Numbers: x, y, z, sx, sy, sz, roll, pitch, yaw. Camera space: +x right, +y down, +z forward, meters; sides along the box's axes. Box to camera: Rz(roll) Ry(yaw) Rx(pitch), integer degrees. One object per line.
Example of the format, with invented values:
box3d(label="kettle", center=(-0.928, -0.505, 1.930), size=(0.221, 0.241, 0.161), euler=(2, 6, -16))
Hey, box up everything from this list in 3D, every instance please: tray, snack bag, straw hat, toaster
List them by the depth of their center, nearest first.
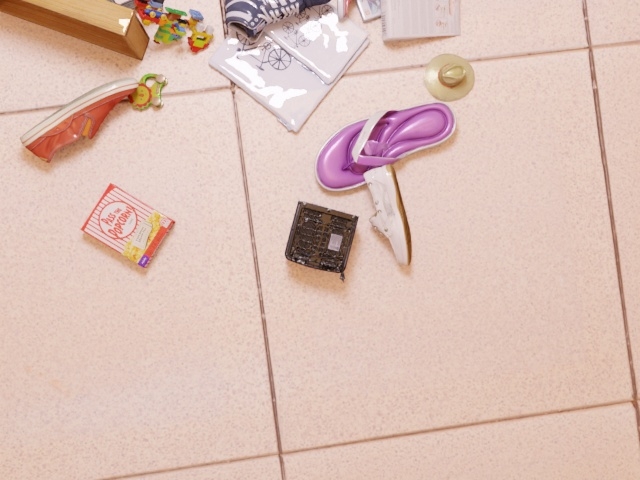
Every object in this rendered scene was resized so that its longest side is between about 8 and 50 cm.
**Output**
box3d(label="tray", center=(-0.652, -0.580, 1.607), size=(0.411, 0.203, 0.076), euler=(19, 88, -3))
box3d(label="toaster", center=(0.000, 0.000, 1.691), size=(0.168, 0.110, 0.185), euler=(14, 88, -3))
box3d(label="snack bag", center=(-0.091, -0.515, 1.729), size=(0.323, 0.037, 0.342), euler=(39, 87, -3))
box3d(label="straw hat", center=(0.358, -0.451, 1.745), size=(0.145, 0.061, 0.144), euler=(0, 90, -4))

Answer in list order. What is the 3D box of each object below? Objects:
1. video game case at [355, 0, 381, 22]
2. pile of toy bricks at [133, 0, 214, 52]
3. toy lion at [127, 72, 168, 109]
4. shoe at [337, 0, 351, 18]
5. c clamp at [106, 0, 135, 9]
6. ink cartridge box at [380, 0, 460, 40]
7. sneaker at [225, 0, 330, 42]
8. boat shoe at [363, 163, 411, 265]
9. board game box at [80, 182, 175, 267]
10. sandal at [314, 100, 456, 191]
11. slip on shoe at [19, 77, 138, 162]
box3d(label="video game case", center=(0.178, -0.715, 1.755), size=(0.202, 0.023, 0.183), euler=(-21, 91, -4))
box3d(label="pile of toy bricks", center=(-0.395, -0.552, 1.666), size=(0.105, 0.212, 0.118), euler=(-52, 58, 31))
box3d(label="toy lion", center=(-0.462, -0.396, 1.707), size=(0.096, 0.034, 0.100), euler=(11, 88, 4))
box3d(label="shoe", center=(0.087, -0.673, 1.703), size=(0.081, 0.063, 0.177), euler=(4, 81, 0))
box3d(label="c clamp", center=(-0.522, -0.670, 1.685), size=(0.161, 0.022, 0.137), euler=(-7, 99, 19))
box3d(label="ink cartridge box", center=(0.269, -0.639, 1.738), size=(0.225, 0.056, 0.180), euler=(-10, 104, -24))
box3d(label="sneaker", center=(-0.111, -0.593, 1.657), size=(0.283, 0.099, 0.153), euler=(5, 81, 2))
box3d(label="boat shoe", center=(0.178, -0.061, 1.715), size=(0.096, 0.098, 0.276), euler=(-12, 100, 15))
box3d(label="board game box", center=(-0.505, -0.039, 1.690), size=(0.194, 0.045, 0.146), euler=(31, 87, -3))
box3d(label="sandal", center=(0.170, -0.270, 1.709), size=(0.417, 0.102, 0.169), euler=(-27, 91, -3))
box3d(label="slip on shoe", center=(-0.609, -0.317, 1.662), size=(0.331, 0.123, 0.101), euler=(-35, 114, -4))
